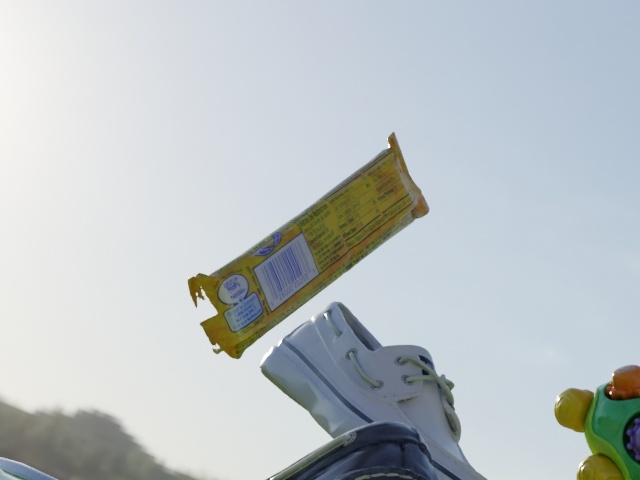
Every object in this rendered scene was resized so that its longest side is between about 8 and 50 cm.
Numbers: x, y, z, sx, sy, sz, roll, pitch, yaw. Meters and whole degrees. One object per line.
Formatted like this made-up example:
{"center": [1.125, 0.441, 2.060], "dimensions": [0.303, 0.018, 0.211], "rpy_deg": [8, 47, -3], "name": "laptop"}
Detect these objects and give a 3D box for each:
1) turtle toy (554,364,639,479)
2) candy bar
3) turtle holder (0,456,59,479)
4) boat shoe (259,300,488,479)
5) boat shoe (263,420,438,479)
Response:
{"center": [0.195, 0.121, 0.993], "dimensions": [0.095, 0.130, 0.066], "rpy_deg": [17, -51, -28], "name": "turtle toy"}
{"center": [0.000, 0.000, 0.734], "dimensions": [0.018, 0.161, 0.040], "rpy_deg": [-13, -74, 40], "name": "candy bar"}
{"center": [-0.118, 0.139, 0.441], "dimensions": [0.227, 0.320, 0.243], "rpy_deg": [23, -33, 51], "name": "turtle holder"}
{"center": [0.039, 0.094, 1.038], "dimensions": [0.083, 0.076, 0.226], "rpy_deg": [42, -4, -39], "name": "boat shoe"}
{"center": [-0.029, 0.141, 0.691], "dimensions": [0.075, 0.065, 0.206], "rpy_deg": [38, -59, -24], "name": "boat shoe"}
